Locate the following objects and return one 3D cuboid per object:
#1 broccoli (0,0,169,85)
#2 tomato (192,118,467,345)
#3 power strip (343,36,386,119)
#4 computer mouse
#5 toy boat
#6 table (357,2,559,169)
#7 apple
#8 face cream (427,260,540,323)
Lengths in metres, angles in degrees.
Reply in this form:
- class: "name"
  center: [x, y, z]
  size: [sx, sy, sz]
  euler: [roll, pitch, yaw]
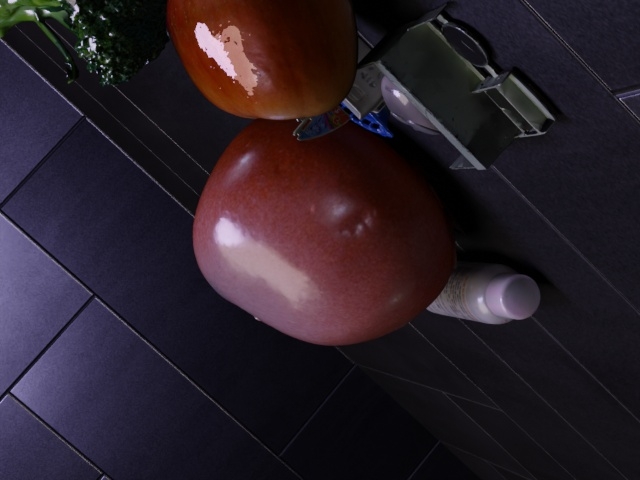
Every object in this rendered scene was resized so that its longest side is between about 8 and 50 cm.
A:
- class: "broccoli"
  center: [-0.303, -0.300, 1.388]
  size: [0.298, 0.297, 0.297]
  euler: [59, -168, -20]
- class: "tomato"
  center: [0.000, 0.000, 1.538]
  size: [0.341, 0.273, 0.341]
  euler: [40, 169, 9]
- class: "power strip"
  center: [-0.019, -0.228, 1.259]
  size: [0.252, 0.060, 0.027]
  euler: [43, 170, -13]
- class: "computer mouse"
  center: [0.096, -0.141, 1.261]
  size: [0.066, 0.039, 0.096]
  euler: [33, 167, 39]
- class: "toy boat"
  center: [0.006, -0.155, 1.338]
  size: [0.175, 0.110, 0.091]
  euler: [36, 169, 16]
- class: "table"
  center: [0.122, -0.138, 1.128]
  size: [0.146, 0.062, 0.175]
  euler: [43, 172, -11]
- class: "apple"
  center: [-0.046, -0.199, 1.148]
  size: [0.199, 0.199, 0.199]
  euler: [39, 169, 9]
- class: "face cream"
  center: [0.210, 0.068, 1.599]
  size: [0.082, 0.082, 0.269]
  euler: [44, 169, -14]
